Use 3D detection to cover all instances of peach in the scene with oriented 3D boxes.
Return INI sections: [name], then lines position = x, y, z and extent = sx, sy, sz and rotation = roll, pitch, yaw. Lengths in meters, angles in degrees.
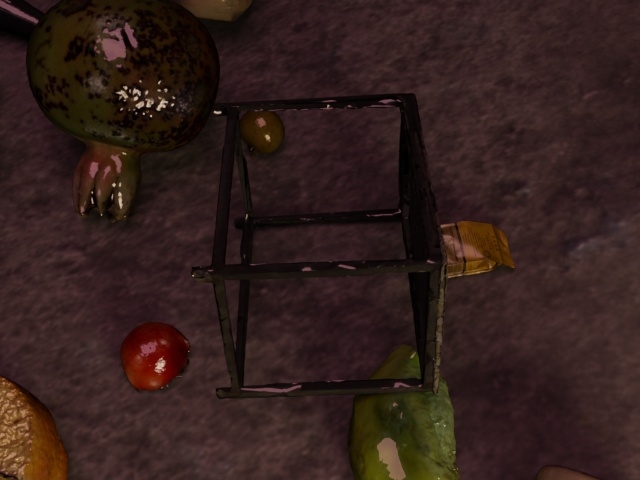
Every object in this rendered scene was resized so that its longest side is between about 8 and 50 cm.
[peach]
position = -0.225, 0.150, 1.140
extent = 0.098, 0.061, 0.098
rotation = -4, 55, 6

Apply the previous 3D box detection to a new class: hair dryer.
[hair dryer]
position = -0.597, -0.323, 1.438
extent = 0.235, 0.091, 0.272
rotation = 27, 77, 5

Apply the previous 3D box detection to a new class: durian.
[durian]
position = 0.103, 0.249, 1.044
extent = 0.139, 0.101, 0.250
rotation = 3, 54, 1

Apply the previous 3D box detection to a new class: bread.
[bread]
position = -0.421, 0.235, 1.065
extent = 0.260, 0.129, 0.134
rotation = 16, 55, 10

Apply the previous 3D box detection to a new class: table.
[table]
position = 0.000, 0.000, 1.074
extent = 0.272, 0.222, 0.335
rotation = -3, 41, 1

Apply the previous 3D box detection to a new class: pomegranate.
[pomegranate]
position = -0.288, -0.193, 1.252
extent = 0.285, 0.285, 0.341
rotation = 10, 94, 8

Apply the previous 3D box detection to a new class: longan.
[longan]
position = -0.094, -0.165, 1.315
extent = 0.075, 0.075, 0.083
rotation = 32, 108, 19

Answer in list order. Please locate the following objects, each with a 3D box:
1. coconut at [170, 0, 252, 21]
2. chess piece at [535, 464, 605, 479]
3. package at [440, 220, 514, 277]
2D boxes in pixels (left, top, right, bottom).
[coconut]
position = -0.224, -0.492, 1.412
extent = 0.244, 0.239, 0.239
rotation = 14, 62, 4
[chess piece]
position = 0.264, 0.418, 0.927
extent = 0.167, 0.167, 0.300
rotation = 24, 71, 15
[package]
position = 0.208, 0.012, 1.207
extent = 0.131, 0.047, 0.071
rotation = -6, 57, 1
